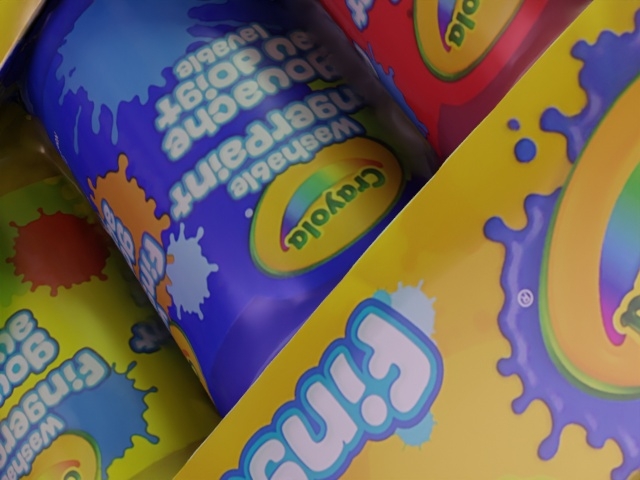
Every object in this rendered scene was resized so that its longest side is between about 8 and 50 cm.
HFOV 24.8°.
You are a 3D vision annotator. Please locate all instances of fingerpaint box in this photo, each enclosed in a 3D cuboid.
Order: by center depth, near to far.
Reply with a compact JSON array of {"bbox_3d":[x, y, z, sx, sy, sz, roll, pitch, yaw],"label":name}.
[{"bbox_3d":[0.000,0.000,0.598,0.445,0.163,0.371,-50,59,27],"label":"fingerpaint box"}]
